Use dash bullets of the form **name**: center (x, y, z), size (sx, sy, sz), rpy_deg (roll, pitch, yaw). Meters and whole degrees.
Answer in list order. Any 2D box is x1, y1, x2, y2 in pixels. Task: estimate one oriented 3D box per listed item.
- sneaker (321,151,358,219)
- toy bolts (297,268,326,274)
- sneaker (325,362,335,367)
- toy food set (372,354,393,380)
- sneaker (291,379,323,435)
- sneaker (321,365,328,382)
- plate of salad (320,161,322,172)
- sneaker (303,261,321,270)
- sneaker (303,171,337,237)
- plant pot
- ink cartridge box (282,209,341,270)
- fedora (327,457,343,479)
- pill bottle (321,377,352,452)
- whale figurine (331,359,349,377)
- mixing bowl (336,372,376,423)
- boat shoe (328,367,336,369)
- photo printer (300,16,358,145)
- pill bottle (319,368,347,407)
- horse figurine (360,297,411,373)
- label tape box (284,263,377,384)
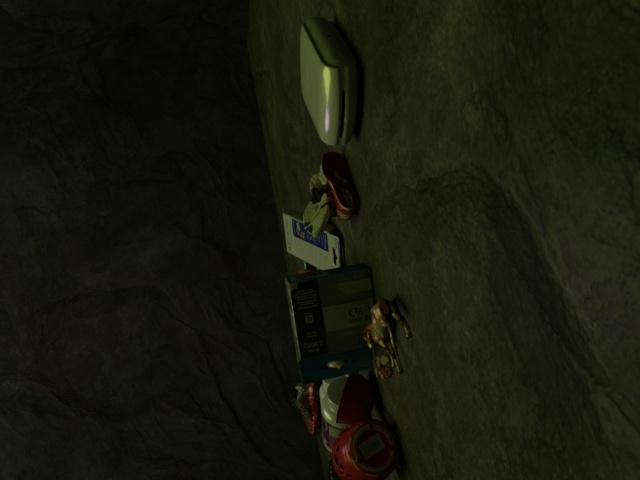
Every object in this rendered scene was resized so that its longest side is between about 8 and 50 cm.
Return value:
- **sneaker**: center (0.050, -0.159, 1.606), size (0.128, 0.086, 0.221), rpy_deg (100, 159, -59)
- **toy bolts**: center (0.024, 0.180, 1.739), size (0.228, 0.218, 0.159), rpy_deg (134, 139, -86)
- **sneaker**: center (0.045, 0.476, 2.276), size (0.212, 0.080, 0.094), rpy_deg (-121, 35, -67)
- **toy food set**: center (0.190, 0.377, 1.529), size (0.122, 0.019, 0.078), rpy_deg (143, 116, -70)
- **sneaker**: center (-0.053, 0.707, 2.210), size (0.097, 0.135, 0.276), rpy_deg (-46, -44, -60)
- **sneaker**: center (-0.028, 0.618, 2.278), size (0.145, 0.147, 0.385), rpy_deg (-57, -57, -76)
- **plate of salad**: center (0.014, -0.187, 1.874), size (0.200, 0.048, 0.200), rpy_deg (171, 90, -80)
- **sneaker**: center (-0.037, 0.146, 2.223), size (0.110, 0.106, 0.276), rpy_deg (-67, -26, -63)
- **sneaker**: center (0.022, -0.091, 1.686), size (0.153, 0.094, 0.235), rpy_deg (42, -142, -46)
- **plant pot**: center (0.143, 0.648, 1.579), size (0.174, 0.191, 0.191), rpy_deg (113, 146, -60)
- **ink cartridge box**: center (-0.017, 0.010, 1.989), size (0.370, 0.069, 0.176), rpy_deg (27, 129, 51)
- **fedora**: center (0.117, 1.012, 2.143), size (0.334, 0.152, 0.334), rpy_deg (170, 90, -79)
- **pill bottle**: center (0.086, 0.655, 1.930), size (0.169, 0.169, 0.302), rpy_deg (-113, 16, -51)
- **whale figurine**: center (0.070, 0.391, 1.976), size (0.272, 0.141, 0.216), rpy_deg (57, 173, -8)
- **mixing bowl**: center (0.126, 0.528, 1.708), size (0.181, 0.098, 0.182), rpy_deg (15, -90, -77)
- **boat shoe**: center (0.034, 0.603, 2.392), size (0.096, 0.098, 0.277), rpy_deg (-165, 57, -78)
- **photo printer**: center (0.022, -0.431, 1.431), size (0.256, 0.107, 0.308), rpy_deg (91, 165, -46)
- **pill bottle**: center (0.067, 0.656, 2.128), size (0.136, 0.136, 0.246), rpy_deg (-119, 22, -62)
- **horse figurine**: center (0.171, 0.234, 1.366), size (0.263, 0.066, 0.175), rpy_deg (88, 162, -46)
- **label tape box**: center (0.043, 0.263, 1.569), size (0.115, 0.249, 0.348), rpy_deg (-159, 60, -78)
